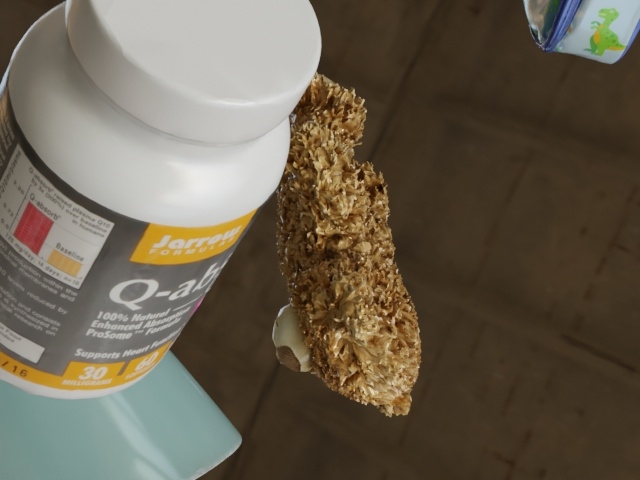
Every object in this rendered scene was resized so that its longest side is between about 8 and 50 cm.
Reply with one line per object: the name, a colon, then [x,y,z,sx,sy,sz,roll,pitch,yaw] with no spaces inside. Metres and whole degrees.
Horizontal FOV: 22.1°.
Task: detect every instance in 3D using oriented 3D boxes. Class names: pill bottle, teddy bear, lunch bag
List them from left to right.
pill bottle: [-0.114,-0.041,0.936,0.278,0.162,0.162,126,-34,-46]
teddy bear: [0.000,0.000,1.433,0.245,0.113,0.338,106,-22,-63]
lunch bag: [0.228,-0.274,1.396,0.219,0.090,0.176,-95,-161,-46]

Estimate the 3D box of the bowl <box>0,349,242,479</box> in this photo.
bowl: [-0.230,0.133,1.212,0.311,0.311,0.163,-19,-88,45]
